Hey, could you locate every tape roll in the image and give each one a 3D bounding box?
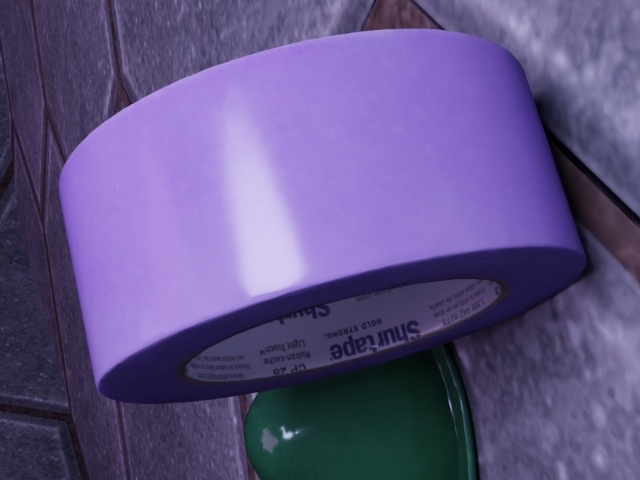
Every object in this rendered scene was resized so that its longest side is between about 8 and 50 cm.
[{"bbox_3d":[0.000,0.000,0.417,0.189,0.189,0.080,131,127,-65],"label":"tape roll"}]

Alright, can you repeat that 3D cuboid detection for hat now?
[{"bbox_3d":[-0.034,0.112,0.566,0.208,0.183,0.173,132,126,-65],"label":"hat"}]
